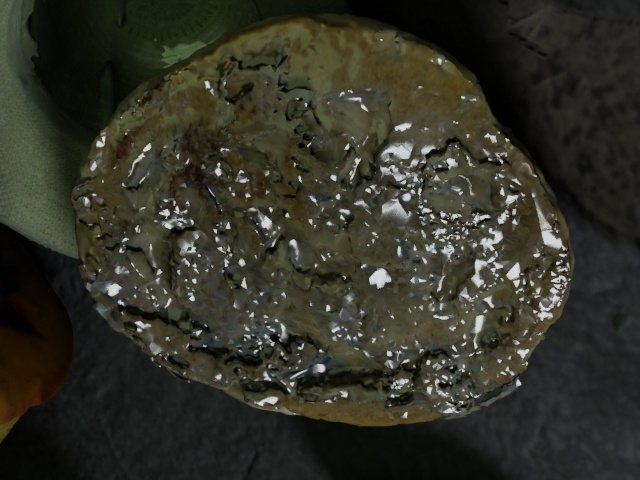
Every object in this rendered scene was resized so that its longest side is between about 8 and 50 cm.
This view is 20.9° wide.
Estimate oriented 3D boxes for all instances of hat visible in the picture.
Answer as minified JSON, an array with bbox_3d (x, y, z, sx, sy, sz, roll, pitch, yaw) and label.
[{"bbox_3d":[-0.102,-0.122,1.007,0.257,0.130,0.257,1,123,1],"label":"hat"}]

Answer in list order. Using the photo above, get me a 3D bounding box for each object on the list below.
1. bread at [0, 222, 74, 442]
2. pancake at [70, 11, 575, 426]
[{"bbox_3d":[-0.293,0.044,1.093,0.270,0.270,0.148,45,119,14],"label":"bread"},{"bbox_3d":[0.000,0.000,0.972,0.282,0.049,0.282,3,122,6],"label":"pancake"}]
